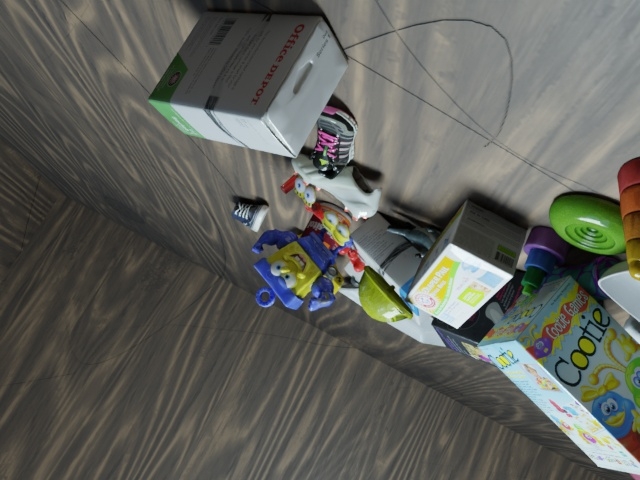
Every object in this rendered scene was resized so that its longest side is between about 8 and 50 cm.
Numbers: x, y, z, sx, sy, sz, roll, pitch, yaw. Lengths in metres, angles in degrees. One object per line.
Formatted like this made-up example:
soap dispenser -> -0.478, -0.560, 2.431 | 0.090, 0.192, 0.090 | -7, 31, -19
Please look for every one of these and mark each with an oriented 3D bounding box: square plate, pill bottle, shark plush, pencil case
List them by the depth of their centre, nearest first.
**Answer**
pencil case -> 0.414, 0.064, 1.001 | 0.070, 0.064, 0.151 | 67, 160, 0
shark plush -> 0.204, 0.007, 1.184 | 0.161, 0.067, 0.073 | 29, 165, -1
pill bottle -> 0.000, 0.000, 1.364 | 0.086, 0.152, 0.086 | 26, 165, 8
square plate -> 0.252, 0.207, 1.797 | 0.347, 0.049, 0.344 | 32, 164, -14

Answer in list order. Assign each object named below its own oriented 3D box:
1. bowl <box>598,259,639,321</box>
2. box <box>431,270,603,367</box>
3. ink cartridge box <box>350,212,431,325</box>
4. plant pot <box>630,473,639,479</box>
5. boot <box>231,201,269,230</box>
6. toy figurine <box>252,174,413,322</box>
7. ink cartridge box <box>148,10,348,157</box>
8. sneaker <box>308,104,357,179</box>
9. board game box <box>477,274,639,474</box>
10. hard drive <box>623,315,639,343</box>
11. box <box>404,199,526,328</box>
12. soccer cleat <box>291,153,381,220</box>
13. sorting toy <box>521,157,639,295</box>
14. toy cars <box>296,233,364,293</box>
bowl -> 0.459, 0.067, 0.818 | 0.142, 0.053, 0.142 | 37, 163, -4
box -> 0.377, 0.161, 1.191 | 0.270, 0.165, 0.143 | 20, 163, 32
ink cartridge box -> 0.160, 0.058, 1.273 | 0.203, 0.086, 0.148 | 48, 174, 25
plant pot -> 0.753, 0.422, 1.371 | 0.201, 0.201, 0.180 | 12, 142, 47
boot -> -0.191, -0.069, 1.640 | 0.086, 0.069, 0.190 | 27, 167, -6
toy figurine -> -0.015, 0.077, 1.200 | 0.362, 0.217, 0.191 | 50, 176, 17
ink cartridge box -> -0.096, -0.211, 0.824 | 0.219, 0.160, 0.092 | 18, 163, 35
sneaker -> 0.017, -0.150, 0.990 | 0.063, 0.075, 0.170 | 25, 165, 13
board game box -> 0.413, 0.209, 0.974 | 0.275, 0.142, 0.144 | 45, 164, 3
hard drive -> 0.606, 0.136, 0.941 | 0.203, 0.040, 0.307 | 24, 165, 17
box -> 0.240, 0.046, 1.058 | 0.114, 0.103, 0.203 | 28, 145, 2
soccer cleat -> 0.031, -0.114, 1.130 | 0.196, 0.076, 0.068 | 38, -150, 23
sorting toy -> 0.360, 0.016, 0.824 | 0.127, 0.126, 0.365 | 29, 164, -2
toy cars -> 0.077, 0.081, 1.613 | 0.393, 0.087, 0.176 | 15, 124, 37
